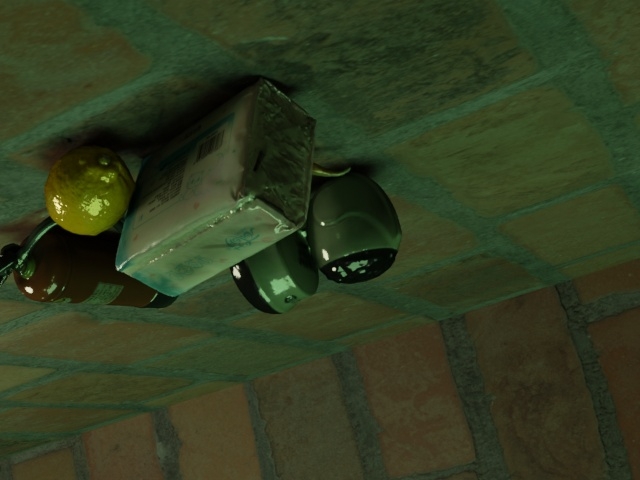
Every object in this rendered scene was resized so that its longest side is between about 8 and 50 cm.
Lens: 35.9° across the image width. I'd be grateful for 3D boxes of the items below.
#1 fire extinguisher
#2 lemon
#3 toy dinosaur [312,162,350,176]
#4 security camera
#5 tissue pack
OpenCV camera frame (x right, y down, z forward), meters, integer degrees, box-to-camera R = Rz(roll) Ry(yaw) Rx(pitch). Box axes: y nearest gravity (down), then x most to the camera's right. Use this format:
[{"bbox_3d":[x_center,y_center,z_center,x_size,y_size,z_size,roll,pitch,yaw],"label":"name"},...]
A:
[{"bbox_3d":[-0.380,0.022,1.629,0.376,0.113,0.200,8,111,-53],"label":"fire extinguisher"},{"bbox_3d":[-0.307,-0.069,1.320,0.114,0.114,0.155,-2,157,-34],"label":"lemon"},{"bbox_3d":[-0.073,-0.117,1.482,0.212,0.057,0.142,-25,144,0],"label":"toy dinosaur"},{"bbox_3d":[0.000,0.000,1.654,0.277,0.191,0.197,-20,161,18],"label":"security camera"},{"bbox_3d":[-0.138,-0.063,1.300,0.124,0.201,0.271,28,141,-34],"label":"tissue pack"}]
